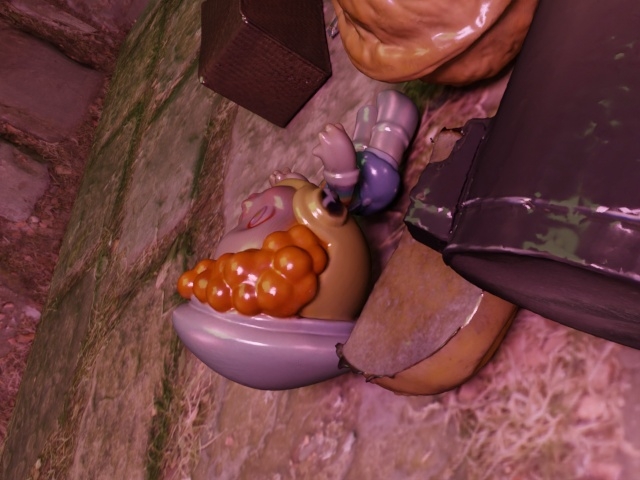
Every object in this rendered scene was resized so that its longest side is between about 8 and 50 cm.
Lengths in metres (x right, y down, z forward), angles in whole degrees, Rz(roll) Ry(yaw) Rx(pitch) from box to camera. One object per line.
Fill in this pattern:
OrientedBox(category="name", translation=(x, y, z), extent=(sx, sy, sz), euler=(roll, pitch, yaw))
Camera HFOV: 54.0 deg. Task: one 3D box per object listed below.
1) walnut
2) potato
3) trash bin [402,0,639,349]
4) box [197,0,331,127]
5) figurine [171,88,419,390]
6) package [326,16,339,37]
OrientedBox(category="walnut", translation=(0.118, -0.275, 0.649), extent=(0.257, 0.224, 0.257), euler=(-27, 50, 37))
OrientedBox(category="potato", translation=(0.125, 0.027, 0.542), extent=(0.138, 0.098, 0.243), euler=(15, 78, 58))
OrientedBox(category="trash bin", translation=(0.216, -0.095, 0.381), extent=(0.252, 0.203, 0.301), euler=(19, 82, 20))
OrientedBox(category="box", translation=(-0.100, -0.357, 1.085), extent=(0.143, 0.184, 0.273), euler=(-41, 38, 33))
OrientedBox(category="figurine", translation=(0.016, -0.007, 0.679), extent=(0.382, 0.205, 0.224), euler=(-53, 17, -15))
OrientedBox(category="package", translation=(0.048, -0.383, 1.042), extent=(0.110, 0.015, 0.037), euler=(-46, 30, 26))
